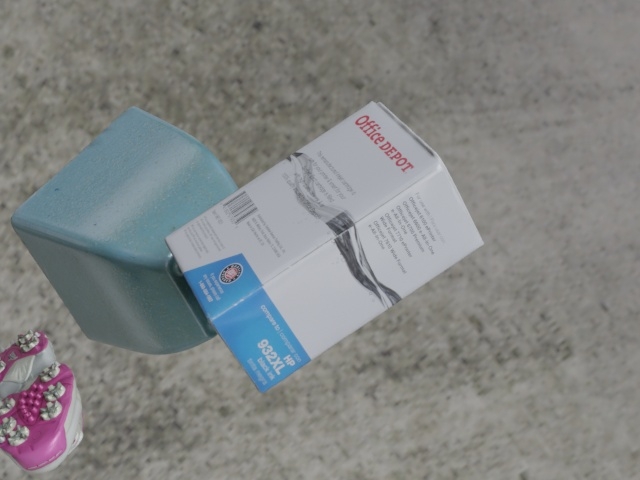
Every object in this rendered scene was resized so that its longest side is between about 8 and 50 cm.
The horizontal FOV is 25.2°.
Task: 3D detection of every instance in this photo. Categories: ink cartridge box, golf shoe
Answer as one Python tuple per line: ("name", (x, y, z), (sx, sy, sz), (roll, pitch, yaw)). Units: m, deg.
("ink cartridge box", (0.000, 0.000, 1.652), (0.129, 0.307, 0.223), (58, -3, -30))
("golf shoe", (-0.324, 0.214, 1.719), (0.140, 0.115, 0.306), (60, -4, -23))

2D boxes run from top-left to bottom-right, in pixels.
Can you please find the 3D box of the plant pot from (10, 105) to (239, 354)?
("plant pot", (-0.205, 0.007, 1.911), (0.248, 0.252, 0.247), (-46, 132, -24))
